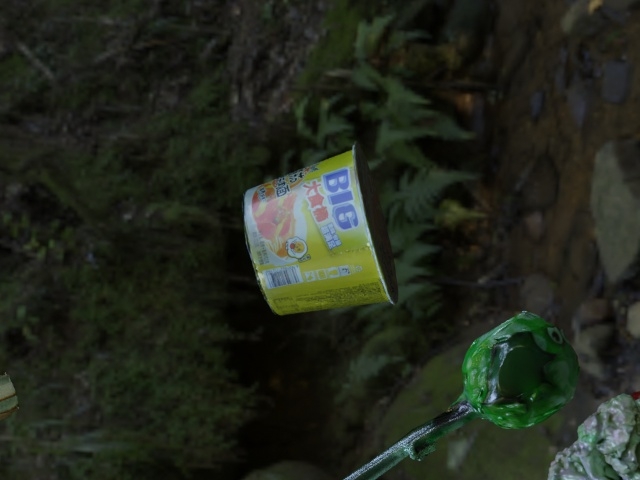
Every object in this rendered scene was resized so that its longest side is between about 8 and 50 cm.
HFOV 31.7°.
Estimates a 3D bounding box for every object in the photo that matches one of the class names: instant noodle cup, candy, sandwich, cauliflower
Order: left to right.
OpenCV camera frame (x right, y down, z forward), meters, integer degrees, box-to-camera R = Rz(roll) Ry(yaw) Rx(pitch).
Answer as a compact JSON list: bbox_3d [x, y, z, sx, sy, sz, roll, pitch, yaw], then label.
[{"bbox_3d":[-0.623,0.308,1.992,0.079,0.163,0.113,62,153,20],"label":"sandwich"},{"bbox_3d":[0.000,0.000,1.354,0.205,0.153,0.205,-16,-90,-82],"label":"instant noodle cup"},{"bbox_3d":[0.078,0.176,0.965,0.097,0.323,0.097,56,-179,-1],"label":"candy"},{"bbox_3d":[0.413,0.323,1.367,0.315,0.256,0.239,-72,-7,-61],"label":"cauliflower"}]

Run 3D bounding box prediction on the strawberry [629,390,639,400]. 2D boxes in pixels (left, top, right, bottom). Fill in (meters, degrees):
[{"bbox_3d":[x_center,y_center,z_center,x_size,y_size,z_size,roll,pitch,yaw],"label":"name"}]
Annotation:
[{"bbox_3d":[0.577,0.362,1.728,0.295,0.317,0.345,-43,26,16],"label":"strawberry"}]
